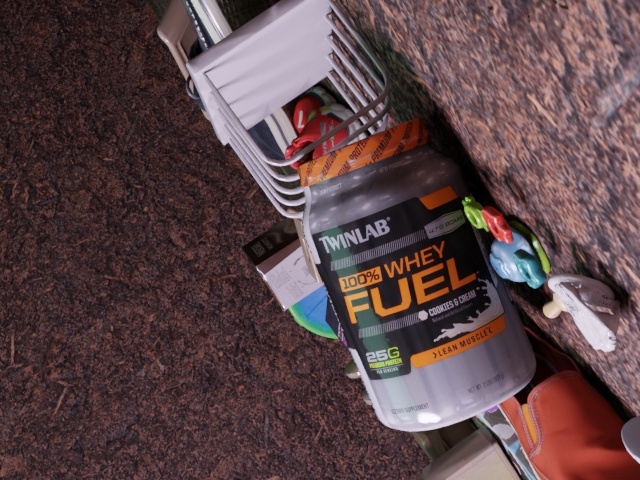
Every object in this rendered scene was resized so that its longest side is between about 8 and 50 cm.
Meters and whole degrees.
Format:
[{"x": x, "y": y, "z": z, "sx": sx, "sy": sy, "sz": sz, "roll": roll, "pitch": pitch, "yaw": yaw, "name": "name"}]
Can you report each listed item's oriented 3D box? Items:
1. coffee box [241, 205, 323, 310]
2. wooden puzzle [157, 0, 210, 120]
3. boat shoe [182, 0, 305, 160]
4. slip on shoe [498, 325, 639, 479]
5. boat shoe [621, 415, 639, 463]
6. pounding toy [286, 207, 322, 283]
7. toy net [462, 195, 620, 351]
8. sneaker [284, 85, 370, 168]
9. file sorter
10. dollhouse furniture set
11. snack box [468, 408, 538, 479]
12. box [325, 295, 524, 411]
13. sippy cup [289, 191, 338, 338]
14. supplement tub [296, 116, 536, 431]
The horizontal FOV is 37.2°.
[{"x": 0.000, "y": 0.000, "z": 1.665, "sx": 0.098, "sy": 0.247, "sz": 0.141, "roll": 59, "pitch": 174, "yaw": -19, "name": "coffee box"}, {"x": -0.199, "y": -0.362, "z": 1.673, "sx": 0.044, "sy": 0.220, "sz": 0.238, "roll": 6, "pitch": 151, "yaw": 24, "name": "wooden puzzle"}, {"x": -0.144, "y": -0.284, "z": 1.545, "sx": 0.500, "sy": 0.156, "sz": 0.186, "roll": 62, "pitch": -153, "yaw": -59, "name": "boat shoe"}, {"x": 0.278, "y": 0.204, "z": 1.081, "sx": 0.101, "sy": 0.123, "sz": 0.331, "roll": 64, "pitch": 177, "yaw": -30, "name": "slip on shoe"}, {"x": 0.342, "y": 0.218, "z": 0.911, "sx": 0.040, "sy": 0.049, "sz": 0.142, "roll": 59, "pitch": 172, "yaw": -27, "name": "boat shoe"}, {"x": 0.016, "y": -0.012, "z": 1.540, "sx": 0.100, "sy": 0.130, "sz": 0.141, "roll": -138, "pitch": 31, "yaw": -73, "name": "pounding toy"}, {"x": 0.220, "y": 0.024, "z": 0.915, "sx": 0.122, "sy": 0.045, "sz": 0.232, "roll": 62, "pitch": 172, "yaw": -28, "name": "toy net"}, {"x": -0.008, "y": -0.160, "z": 1.476, "sx": 0.107, "sy": 0.118, "sz": 0.279, "roll": 60, "pitch": 174, "yaw": -22, "name": "sneaker"}, {"x": -0.024, "y": -0.165, "z": 1.219, "sx": 0.173, "sy": 0.193, "sz": 0.277, "roll": 53, "pitch": 174, "yaw": 10, "name": "file sorter"}, {"x": 0.189, "y": 0.428, "z": 1.789, "sx": 0.362, "sy": 0.256, "sz": 0.394, "roll": 57, "pitch": 176, "yaw": -18, "name": "dollhouse furniture set"}, {"x": 0.344, "y": 0.360, "z": 1.687, "sx": 0.322, "sy": 0.060, "sz": 0.187, "roll": 51, "pitch": 173, "yaw": 51, "name": "snack box"}, {"x": 0.136, "y": 0.115, "z": 1.333, "sx": 0.270, "sy": 0.165, "sz": 0.143, "roll": -131, "pitch": 38, "yaw": -51, "name": "box"}, {"x": 0.034, "y": 0.050, "z": 1.916, "sx": 0.240, "sy": 0.305, "sz": 0.224, "roll": 19, "pitch": -166, "yaw": -10, "name": "sippy cup"}, {"x": 0.100, "y": 0.035, "z": 1.066, "sx": 0.193, "sy": 0.194, "sz": 0.316, "roll": -173, "pitch": 60, "yaw": -83, "name": "supplement tub"}]
